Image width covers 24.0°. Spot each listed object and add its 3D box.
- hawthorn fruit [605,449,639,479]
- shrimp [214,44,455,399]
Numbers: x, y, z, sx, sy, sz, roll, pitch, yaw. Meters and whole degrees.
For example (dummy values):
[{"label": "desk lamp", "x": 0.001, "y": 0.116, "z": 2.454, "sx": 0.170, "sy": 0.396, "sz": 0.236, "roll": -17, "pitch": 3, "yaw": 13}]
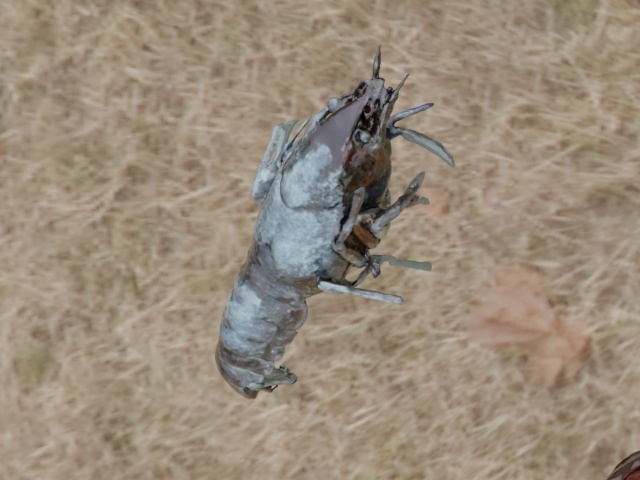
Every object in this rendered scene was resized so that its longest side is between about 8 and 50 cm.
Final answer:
[{"label": "hawthorn fruit", "x": 0.235, "y": 0.192, "z": 0.709, "sx": 0.215, "sy": 0.250, "sz": 0.215, "roll": 0, "pitch": 96, "yaw": 3}, {"label": "shrimp", "x": -0.001, "y": -0.002, "z": 1.437, "sx": 0.221, "sy": 0.166, "sz": 0.410, "roll": 46, "pitch": 116, "yaw": 25}]
